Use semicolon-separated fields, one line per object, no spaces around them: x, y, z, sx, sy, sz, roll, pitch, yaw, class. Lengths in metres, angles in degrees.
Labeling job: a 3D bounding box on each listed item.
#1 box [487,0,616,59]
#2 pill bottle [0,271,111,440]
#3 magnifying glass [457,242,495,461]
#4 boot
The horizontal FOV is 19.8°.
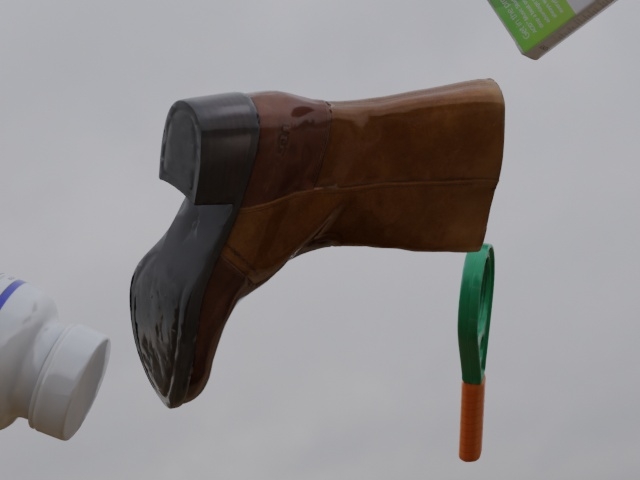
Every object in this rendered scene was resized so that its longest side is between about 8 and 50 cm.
0.288;-0.378;1.954;0.322;0.232;0.058;-36;-16;16;box
-0.352;0.097;1.808;0.272;0.152;0.152;22;-13;6;pill bottle
0.142;0.106;1.705;0.026;0.231;0.092;5;32;13;magnifying glass
0.000;0.000;1.421;0.280;0.264;0.096;-5;23;-32;boot
